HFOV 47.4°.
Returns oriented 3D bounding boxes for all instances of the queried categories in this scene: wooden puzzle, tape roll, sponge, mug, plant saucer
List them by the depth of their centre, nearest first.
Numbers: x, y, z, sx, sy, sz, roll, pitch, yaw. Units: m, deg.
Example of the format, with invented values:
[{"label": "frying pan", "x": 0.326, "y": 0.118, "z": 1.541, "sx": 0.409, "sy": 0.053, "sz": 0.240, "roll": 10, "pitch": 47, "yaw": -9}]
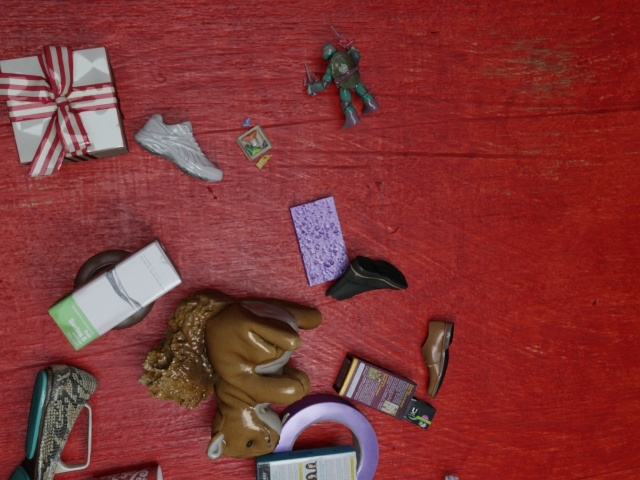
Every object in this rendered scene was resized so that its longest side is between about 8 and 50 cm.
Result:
[{"label": "mug", "x": -0.469, "y": 0.628, "z": 1.758, "sx": 0.169, "sy": 0.113, "sz": 0.150, "roll": -5, "pitch": 65, "yaw": -8}, {"label": "plant saucer", "x": -0.499, "y": 0.122, "z": 1.772, "sx": 0.199, "sy": 0.036, "sz": 0.198, "roll": 0, "pitch": 93, "yaw": -11}, {"label": "wooden puzzle", "x": -0.165, "y": -0.246, "z": 1.834, "sx": 0.078, "sy": 0.014, "sz": 0.116, "roll": -41, "pitch": 99, "yaw": -7}, {"label": "tape roll", "x": 0.006, "y": 0.539, "z": 1.869, "sx": 0.275, "sy": 0.090, "sz": 0.274, "roll": -1, "pitch": 93, "yaw": -11}, {"label": "sponge", "x": 0.000, "y": 0.000, "z": 1.871, "sx": 0.117, "sy": 0.031, "sz": 0.210, "roll": -15, "pitch": 96, "yaw": -11}]

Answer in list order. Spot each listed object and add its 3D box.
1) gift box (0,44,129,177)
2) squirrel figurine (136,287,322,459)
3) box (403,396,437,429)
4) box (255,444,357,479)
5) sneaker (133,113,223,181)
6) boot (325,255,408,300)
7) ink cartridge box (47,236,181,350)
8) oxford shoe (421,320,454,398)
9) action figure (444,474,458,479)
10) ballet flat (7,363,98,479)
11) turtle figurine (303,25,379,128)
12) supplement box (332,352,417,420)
[{"label": "gift box", "x": -0.578, "y": -0.278, "z": 1.624, "sx": 0.276, "sy": 0.258, "sz": 0.255, "roll": -16, "pitch": 95, "yaw": -11}, {"label": "squirrel figurine", "x": -0.221, "y": 0.326, "z": 1.758, "sx": 0.397, "sy": 0.281, "sz": 0.370, "roll": 15, "pitch": 100, "yaw": 2}, {"label": "box", "x": 0.254, "y": 0.453, "z": 1.934, "sx": 0.083, "sy": 0.052, "sz": 0.062, "roll": 27, "pitch": 88, "yaw": -10}, {"label": "box", "x": -0.035, "y": 0.569, "z": 1.785, "sx": 0.244, "sy": 0.060, "sz": 0.100, "roll": -3, "pitch": 93, "yaw": -11}, {"label": "sneaker", "x": -0.327, "y": -0.229, "z": 1.766, "sx": 0.232, "sy": 0.090, "sz": 0.115, "roll": 31, "pitch": 83, "yaw": -12}, {"label": "boot", "x": 0.118, "y": 0.115, "z": 1.890, "sx": 0.198, "sy": 0.077, "sz": 0.137, "roll": 23, "pitch": 124, "yaw": -35}, {"label": "ink cartridge box", "x": -0.458, "y": 0.114, "z": 1.660, "sx": 0.273, "sy": 0.198, "sz": 0.114, "roll": -33, "pitch": 99, "yaw": -8}, {"label": "oxford shoe", "x": 0.302, "y": 0.314, "z": 1.940, "sx": 0.076, "sy": 0.076, "sz": 0.212, "roll": 9, "pitch": 93, "yaw": 18}, {"label": "action figure", "x": 0.344, "y": 0.785, "z": 1.899, "sx": 0.370, "sy": 0.248, "sz": 0.275, "roll": 0, "pitch": 128, "yaw": -35}, {"label": "ballet flat", "x": -0.640, "y": 0.532, "z": 1.715, "sx": 0.182, "sy": 0.164, "sz": 0.482, "roll": 21, "pitch": 87, "yaw": -32}, {"label": "turtle figurine", "x": 0.049, "y": -0.410, "z": 1.824, "sx": 0.175, "sy": 0.118, "sz": 0.234, "roll": -33, "pitch": 104, "yaw": -8}, {"label": "supplement box", "x": 0.141, "y": 0.378, "z": 1.892, "sx": 0.188, "sy": 0.081, "sz": 0.104, "roll": 24, "pitch": 87, "yaw": -11}]
